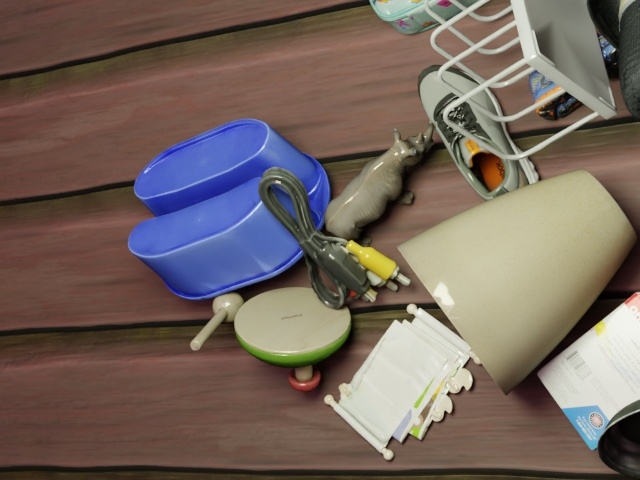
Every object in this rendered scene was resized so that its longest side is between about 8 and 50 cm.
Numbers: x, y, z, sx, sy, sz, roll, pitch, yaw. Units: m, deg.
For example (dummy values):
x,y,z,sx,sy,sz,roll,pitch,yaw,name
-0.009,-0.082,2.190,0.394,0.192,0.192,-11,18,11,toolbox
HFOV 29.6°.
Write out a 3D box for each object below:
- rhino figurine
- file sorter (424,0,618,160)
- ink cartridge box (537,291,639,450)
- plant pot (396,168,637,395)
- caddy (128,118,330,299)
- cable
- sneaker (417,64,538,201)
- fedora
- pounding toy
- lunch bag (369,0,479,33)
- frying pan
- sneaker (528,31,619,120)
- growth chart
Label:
x,y,z,sx,sy,sz,roll,pitch,yaw,name
0.096,-0.088,1.852,0.243,0.106,0.073,-50,59,22,rhino figurine
0.262,-0.284,1.684,0.173,0.192,0.278,-29,52,34,file sorter
0.430,0.166,1.657,0.231,0.078,0.134,-42,66,19,ink cartridge box
0.289,0.031,1.680,0.274,0.256,0.256,-37,67,3,plant pot
-0.147,-0.041,1.960,0.341,0.179,0.241,-19,52,27,caddy
0.000,0.000,1.841,0.287,0.072,0.139,47,134,-16,cable
0.227,-0.160,1.800,0.100,0.108,0.272,-41,65,21,sneaker
0.470,-0.219,1.527,0.334,0.334,0.153,11,75,30,fedora
-0.068,0.165,1.910,0.236,0.183,0.110,3,121,10,pounding toy
0.182,-0.461,1.862,0.279,0.108,0.224,-22,74,26,lunch bag
0.450,0.213,1.531,0.197,0.326,0.053,-4,50,7,frying pan
0.387,-0.270,1.740,0.221,0.083,0.087,-35,63,19,sneaker
0.129,0.219,1.855,0.172,0.021,0.237,46,106,25,growth chart
